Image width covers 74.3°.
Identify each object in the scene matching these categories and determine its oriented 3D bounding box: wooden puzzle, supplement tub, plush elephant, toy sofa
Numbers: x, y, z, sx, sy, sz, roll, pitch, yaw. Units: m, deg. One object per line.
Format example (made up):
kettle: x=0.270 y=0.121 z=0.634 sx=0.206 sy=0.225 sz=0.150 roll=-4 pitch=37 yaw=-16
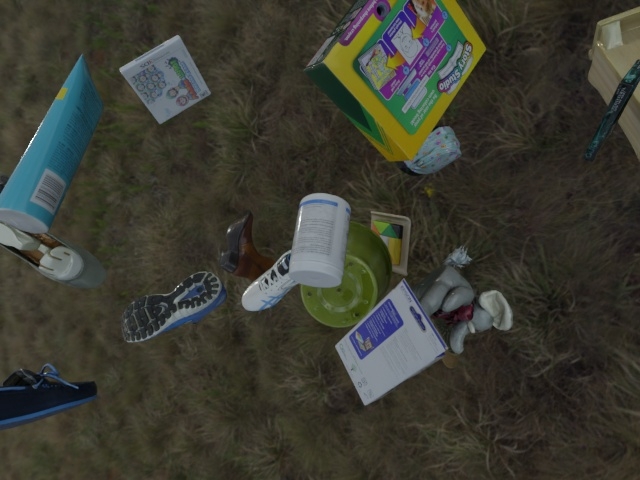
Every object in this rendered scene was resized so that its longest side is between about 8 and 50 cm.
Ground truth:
wooden puzzle: x=0.270 y=0.009 z=1.711 sx=0.221 sy=0.044 sz=0.239 roll=16 pitch=111 yaw=54
supplement tub: x=0.000 y=0.000 z=0.545 sx=0.071 sy=0.071 sz=0.107 roll=-14 pitch=58 yaw=42
plush elephant: x=0.417 y=0.215 z=1.307 sx=0.255 sy=0.330 sz=0.272 roll=47 pitch=164 yaw=-1
toy sofa: x=0.794 y=-0.373 z=1.004 sx=0.150 sy=0.177 sz=0.362 roll=-16 pitch=58 yaw=16

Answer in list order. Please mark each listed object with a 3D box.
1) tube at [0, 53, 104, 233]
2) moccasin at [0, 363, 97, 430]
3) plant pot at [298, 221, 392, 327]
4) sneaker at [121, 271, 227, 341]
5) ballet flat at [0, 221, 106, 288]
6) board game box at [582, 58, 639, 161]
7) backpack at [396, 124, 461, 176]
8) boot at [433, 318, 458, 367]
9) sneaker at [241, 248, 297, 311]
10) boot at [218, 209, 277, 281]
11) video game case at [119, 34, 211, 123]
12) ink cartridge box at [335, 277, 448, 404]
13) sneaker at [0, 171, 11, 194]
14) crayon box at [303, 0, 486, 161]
tube: x=-0.294 y=-0.109 z=0.480 sx=0.080 sy=0.052 sz=0.207 roll=118 pitch=163 yaw=-61
moccasin: x=-0.626 y=0.324 z=0.896 sx=0.137 sy=0.342 sz=0.117 roll=-25 pitch=74 yaw=12
plant pot: x=0.071 y=0.128 z=1.443 sx=0.366 sy=0.353 sz=0.366 roll=1 pitch=97 yaw=6
sneaker: x=-0.419 y=0.212 z=1.232 sx=0.330 sy=0.147 sz=0.130 roll=-23 pitch=63 yaw=2
ballet flat: x=-0.453 y=0.017 z=0.680 sx=0.072 sy=0.213 sz=0.068 roll=-52 pitch=19 yaw=-3
board game box: x=0.641 y=-0.280 z=0.923 sx=0.026 sy=0.126 sz=0.186 roll=31 pitch=146 yaw=27
backpack: x=0.343 y=-0.274 z=1.308 sx=0.182 sy=0.152 sz=0.115 roll=-32 pitch=76 yaw=43
boot: x=0.501 y=0.378 z=1.701 sx=0.089 sy=0.269 sz=0.236 roll=-11 pitch=64 yaw=8
sneaker: x=-0.085 y=0.074 z=0.928 sx=0.237 sy=0.086 sz=0.085 roll=-34 pitch=54 yaw=11
boot: x=-0.246 y=0.047 z=1.692 sx=0.096 sy=0.280 sz=0.264 roll=-13 pitch=56 yaw=39
video game case: x=-0.339 y=-0.353 z=0.943 sx=0.143 sy=0.157 sz=0.019 roll=-34 pitch=61 yaw=-6
ink cartridge box: x=0.158 y=0.231 z=0.941 sx=0.165 sy=0.065 sz=0.333 roll=62 pitch=142 yaw=25
sneaker: x=-0.663 y=-0.086 z=0.804 sx=0.115 sy=0.281 sz=0.105 roll=13 pitch=96 yaw=-4
crayon box: x=0.188 y=-0.425 z=0.992 sx=0.363 sy=0.313 sz=0.106 roll=-55 pitch=29 yaw=-9
